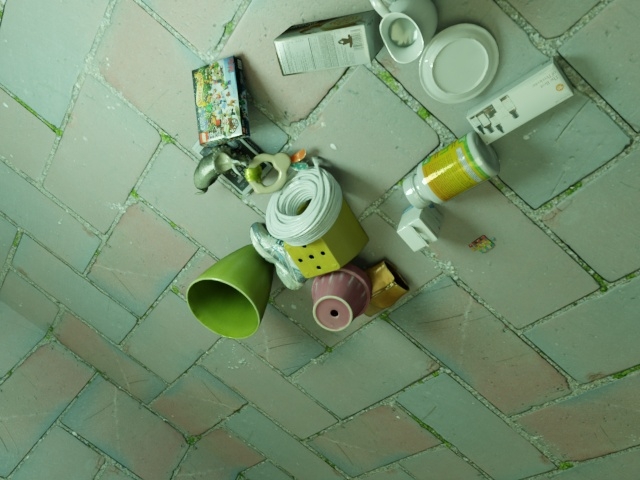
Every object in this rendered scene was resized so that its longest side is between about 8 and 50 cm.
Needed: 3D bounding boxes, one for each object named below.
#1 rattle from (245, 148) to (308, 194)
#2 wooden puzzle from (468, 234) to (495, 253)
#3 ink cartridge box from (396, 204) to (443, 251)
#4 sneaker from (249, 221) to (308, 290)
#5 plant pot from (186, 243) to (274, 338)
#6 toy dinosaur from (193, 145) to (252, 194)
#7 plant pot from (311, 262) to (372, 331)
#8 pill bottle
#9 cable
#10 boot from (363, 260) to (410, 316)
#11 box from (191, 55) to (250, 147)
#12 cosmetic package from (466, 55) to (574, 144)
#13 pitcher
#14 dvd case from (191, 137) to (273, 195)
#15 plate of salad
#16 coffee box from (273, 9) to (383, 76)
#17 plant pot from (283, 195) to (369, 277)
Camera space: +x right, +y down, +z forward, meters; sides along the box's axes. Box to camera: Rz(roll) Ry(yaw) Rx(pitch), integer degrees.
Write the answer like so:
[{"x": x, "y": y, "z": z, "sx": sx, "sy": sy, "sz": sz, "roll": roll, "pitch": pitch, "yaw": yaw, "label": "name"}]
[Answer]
[{"x": -0.137, "y": -0.228, "z": 1.659, "sx": 0.199, "sy": 0.143, "sz": 0.130, "roll": -33, "pitch": 87, "yaw": -1, "label": "rattle"}, {"x": 0.504, "y": 0.013, "z": 1.626, "sx": 0.049, "sy": 0.006, "sz": 0.083, "roll": 40, "pitch": 130, "yaw": -9, "label": "wooden puzzle"}, {"x": 0.299, "y": -0.044, "z": 1.580, "sx": 0.092, "sy": 0.143, "sz": 0.090, "roll": 46, "pitch": 129, "yaw": -14, "label": "ink cartridge box"}, {"x": -0.129, "y": 0.033, "z": 1.841, "sx": 0.122, "sy": 0.110, "sz": 0.283, "roll": -42, "pitch": 87, "yaw": 22, "label": "sneaker"}, {"x": -0.283, "y": 0.150, "z": 1.872, "sx": 0.274, "sy": 0.293, "sz": 0.275, "roll": 12, "pitch": 129, "yaw": 15, "label": "plant pot"}, {"x": -0.345, "y": -0.232, "z": 1.661, "sx": 0.313, "sy": 0.160, "sz": 0.121, "roll": -26, "pitch": 112, "yaw": 34, "label": "toy dinosaur"}, {"x": 0.058, "y": 0.195, "z": 1.713, "sx": 0.201, "sy": 0.180, "sz": 0.201, "roll": 5, "pitch": 113, "yaw": 12, "label": "plant pot"}, {"x": 0.355, "y": -0.185, "z": 1.455, "sx": 0.245, "sy": 0.136, "sz": 0.136, "roll": -31, "pitch": 109, "yaw": 37, "label": "pill bottle"}, {"x": -0.053, "y": -0.106, "z": 1.610, "sx": 0.257, "sy": 0.257, "sz": 0.089, "roll": -39, "pitch": 135, "yaw": 12, "label": "cable"}, {"x": 0.146, "y": 0.127, "z": 1.815, "sx": 0.295, "sy": 0.104, "sz": 0.211, "roll": 37, "pitch": 124, "yaw": -10, "label": "boot"}, {"x": -0.295, "y": -0.405, "z": 1.545, "sx": 0.159, "sy": 0.044, "sz": 0.233, "roll": -9, "pitch": 87, "yaw": 27, "label": "box"}, {"x": 0.499, "y": -0.347, "z": 1.324, "sx": 0.239, "sy": 0.060, "sz": 0.099, "roll": -31, "pitch": 110, "yaw": 37, "label": "cosmetic package"}, {"x": 0.190, "y": -0.524, "z": 1.223, "sx": 0.125, "sy": 0.207, "sz": 0.178, "roll": -26, "pitch": 111, "yaw": 35, "label": "pitcher"}, {"x": -0.289, "y": -0.279, "z": 1.728, "sx": 0.238, "sy": 0.029, "sz": 0.179, "roll": 43, "pitch": 130, "yaw": -11, "label": "dvd case"}, {"x": 0.344, "y": -0.442, "z": 1.313, "sx": 0.200, "sy": 0.048, "sz": 0.200, "roll": -1, "pitch": 127, "yaw": -2, "label": "plate of salad"}, {"x": 0.023, "y": -0.509, "z": 1.352, "sx": 0.246, "sy": 0.141, "sz": 0.098, "roll": 0, "pitch": 125, "yaw": 24, "label": "coffee box"}, {"x": 0.000, "y": 0.000, "z": 1.711, "sx": 0.212, "sy": 0.187, "sz": 0.212, "roll": -18, "pitch": 116, "yaw": 33, "label": "plant pot"}]
